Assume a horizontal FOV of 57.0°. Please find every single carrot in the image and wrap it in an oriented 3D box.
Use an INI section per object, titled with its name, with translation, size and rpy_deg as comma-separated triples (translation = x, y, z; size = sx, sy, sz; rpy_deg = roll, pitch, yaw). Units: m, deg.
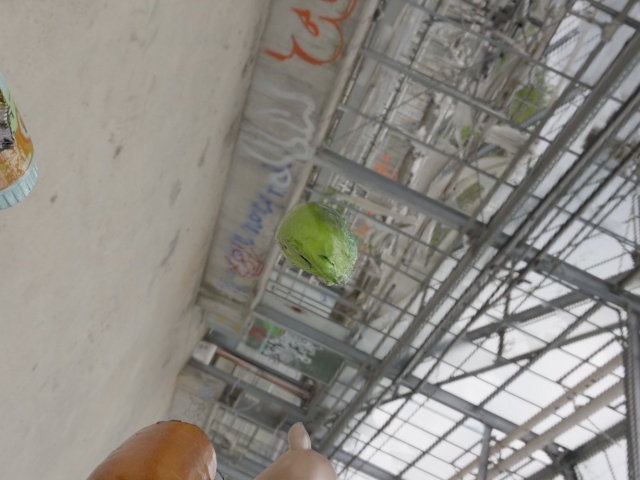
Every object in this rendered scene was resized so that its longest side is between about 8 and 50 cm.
[carrot]
translation = -0.293, 0.431, 0.935
size = 0.214, 0.193, 0.331
rpy_deg = -25, -175, 0

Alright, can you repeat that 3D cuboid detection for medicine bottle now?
[medicine bottle]
translation = -0.524, -0.176, 0.859
size = 0.318, 0.158, 0.158
rpy_deg = 112, 3, -62

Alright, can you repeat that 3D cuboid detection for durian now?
[durian]
translation = 0.000, 0.000, 0.926
size = 0.101, 0.139, 0.250
rpy_deg = -61, 176, 9

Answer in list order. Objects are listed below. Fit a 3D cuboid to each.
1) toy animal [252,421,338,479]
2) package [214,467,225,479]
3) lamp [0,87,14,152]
[toy animal]
translation = -0.049, 0.566, 1.270
size = 0.256, 0.213, 0.195
rpy_deg = -48, -155, 25
[package]
translation = -0.288, 0.505, 1.148
size = 0.204, 0.250, 0.062
rpy_deg = -92, -155, -72
[lamp]
translation = -0.413, -0.108, 0.578
size = 0.196, 0.223, 0.223
rpy_deg = -16, 151, -29
